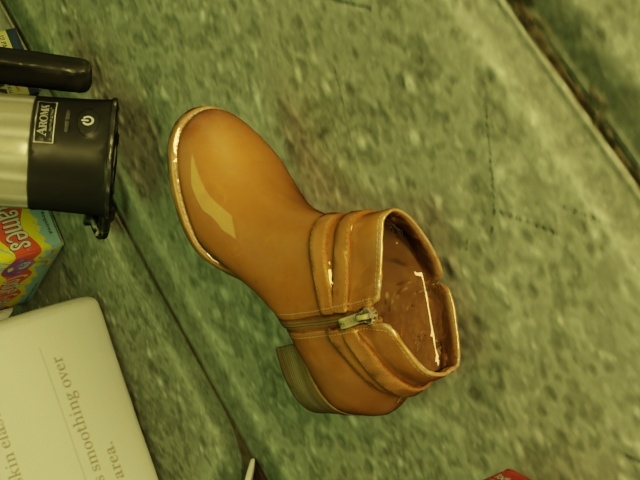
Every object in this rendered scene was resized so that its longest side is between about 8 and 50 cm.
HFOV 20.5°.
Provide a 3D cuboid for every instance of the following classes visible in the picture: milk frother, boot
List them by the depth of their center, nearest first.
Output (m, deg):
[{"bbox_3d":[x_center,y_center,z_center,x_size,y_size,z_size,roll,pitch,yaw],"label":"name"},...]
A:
[{"bbox_3d":[0.000,0.000,0.941,0.197,0.073,0.152,59,155,-2],"label":"boot"},{"bbox_3d":[-0.209,-0.050,1.232,0.129,0.134,0.143,-91,7,-52],"label":"milk frother"}]

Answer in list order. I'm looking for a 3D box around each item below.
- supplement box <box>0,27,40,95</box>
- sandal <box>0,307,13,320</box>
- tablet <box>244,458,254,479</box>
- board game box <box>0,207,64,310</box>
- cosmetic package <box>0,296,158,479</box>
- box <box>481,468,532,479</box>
[{"bbox_3d":[-0.274,-0.116,1.373,0.056,0.083,0.083,68,153,8],"label":"supplement box"},{"bbox_3d":[-0.358,-0.030,1.571,0.265,0.102,0.076,65,150,9],"label":"sandal"},{"bbox_3d":[-0.056,0.192,1.203,0.083,0.006,0.054,104,-179,-46],"label":"tablet"},{"bbox_3d":[-0.370,0.005,1.418,0.142,0.275,0.144,65,153,13],"label":"board game box"},{"bbox_3d":[-0.351,0.270,1.406,0.327,0.393,0.329,-22,86,60],"label":"cosmetic package"},{"bbox_3d":[0.117,0.213,0.788,0.257,0.122,0.128,21,124,58],"label":"box"}]
